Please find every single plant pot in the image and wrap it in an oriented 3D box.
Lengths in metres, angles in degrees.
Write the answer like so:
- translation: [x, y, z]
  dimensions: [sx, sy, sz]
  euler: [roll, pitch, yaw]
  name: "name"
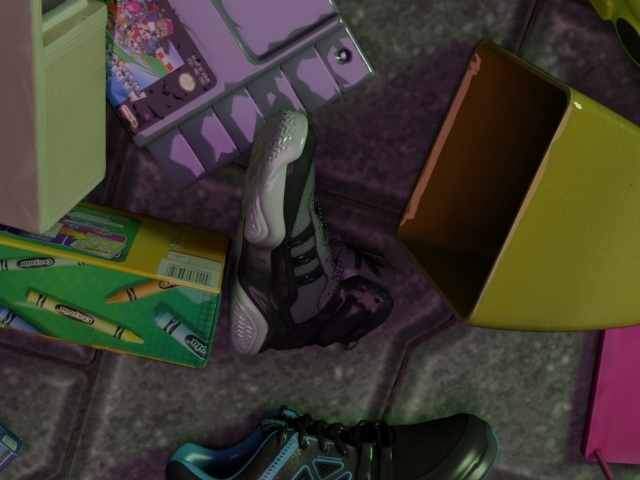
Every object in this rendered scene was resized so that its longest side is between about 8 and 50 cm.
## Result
- translation: [0.216, -0.033, 1.061]
  dimensions: [0.187, 0.212, 0.212]
  euler: [18, 106, -20]
  name: "plant pot"

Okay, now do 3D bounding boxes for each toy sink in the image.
- translation: [-0.276, -0.149, 1.005]
  dimensions: [0.152, 0.131, 0.234]
  euler: [14, 123, 14]
  name: "toy sink"

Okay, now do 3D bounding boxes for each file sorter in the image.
- translation: [0.428, 0.165, 1.129]
  dimensions: [0.290, 0.182, 0.202]
  euler: [4, 107, -3]
  name: "file sorter"

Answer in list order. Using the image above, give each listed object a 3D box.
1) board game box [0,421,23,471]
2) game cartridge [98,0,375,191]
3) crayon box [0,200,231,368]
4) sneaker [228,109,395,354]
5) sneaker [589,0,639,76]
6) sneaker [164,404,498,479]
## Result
- translation: [-0.425, 0.192, 1.195]
  dimensions: [0.136, 0.035, 0.201]
  euler: [-43, 103, 11]
  name: "board game box"
- translation: [-0.135, -0.243, 1.057]
  dimensions: [0.230, 0.068, 0.355]
  euler: [-31, 105, 4]
  name: "game cartridge"
- translation: [-0.227, 0.024, 1.079]
  dimensions: [0.278, 0.165, 0.081]
  euler: [13, 107, -5]
  name: "crayon box"
- translation: [0.000, 0.000, 1.098]
  dimensions: [0.153, 0.101, 0.269]
  euler: [6, 127, -9]
  name: "sneaker"
- translation: [0.315, -0.240, 1.058]
  dimensions: [0.123, 0.109, 0.296]
  euler: [-35, 102, -21]
  name: "sneaker"
- translation: [0.008, 0.230, 1.172]
  dimensions: [0.340, 0.125, 0.140]
  euler: [-20, 102, 2]
  name: "sneaker"
